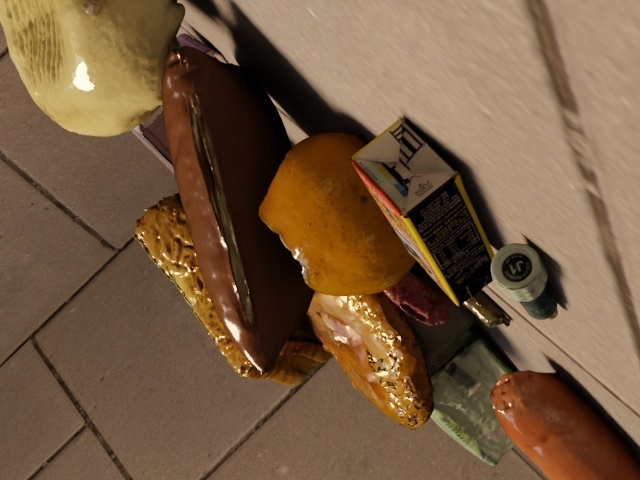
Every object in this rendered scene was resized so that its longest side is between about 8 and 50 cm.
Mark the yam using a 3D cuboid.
[{"bbox_3d":[0.145,0.048,1.053,0.129,0.027,0.033,44,178,18],"label":"yam"}]

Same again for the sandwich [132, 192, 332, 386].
[{"bbox_3d":[-0.109,0.071,1.384,0.273,0.095,0.249,50,-173,22],"label":"sandwich"}]

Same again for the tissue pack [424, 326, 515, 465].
[{"bbox_3d":[0.154,0.157,1.456,0.228,0.128,0.311,48,178,-38],"label":"tissue pack"}]

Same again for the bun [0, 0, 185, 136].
[{"bbox_3d":[-0.230,-0.231,1.041,0.259,0.160,0.259,28,126,48],"label":"bun"}]

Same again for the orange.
[{"bbox_3d":[0.019,-0.020,0.912,0.156,0.134,0.156,44,161,19],"label":"orange"}]

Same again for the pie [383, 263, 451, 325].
[{"bbox_3d":[0.092,0.032,1.091,0.153,0.038,0.153,40,-164,-14],"label":"pie"}]

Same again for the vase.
[{"bbox_3d":[0.089,0.036,1.207,0.214,0.086,0.086,50,177,2],"label":"vase"}]

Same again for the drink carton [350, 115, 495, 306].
[{"bbox_3d":[0.085,-0.018,0.757,0.071,0.056,0.166,53,-179,32],"label":"drink carton"}]

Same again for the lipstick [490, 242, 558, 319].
[{"bbox_3d":[0.155,0.038,0.740,0.037,0.037,0.116,44,180,31],"label":"lipstick"}]

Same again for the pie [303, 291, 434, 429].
[{"bbox_3d":[0.053,0.124,1.242,0.273,0.069,0.273,47,166,15],"label":"pie"}]

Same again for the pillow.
[{"bbox_3d":[-0.074,-0.043,1.051,0.305,0.108,0.308,-54,-50,-82],"label":"pillow"}]

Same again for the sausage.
[{"bbox_3d":[0.333,0.287,1.086,0.419,0.094,0.094,47,162,-16],"label":"sausage"}]

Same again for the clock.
[{"bbox_3d":[-0.159,-0.159,1.314,0.073,0.145,0.193,37,172,34],"label":"clock"}]
